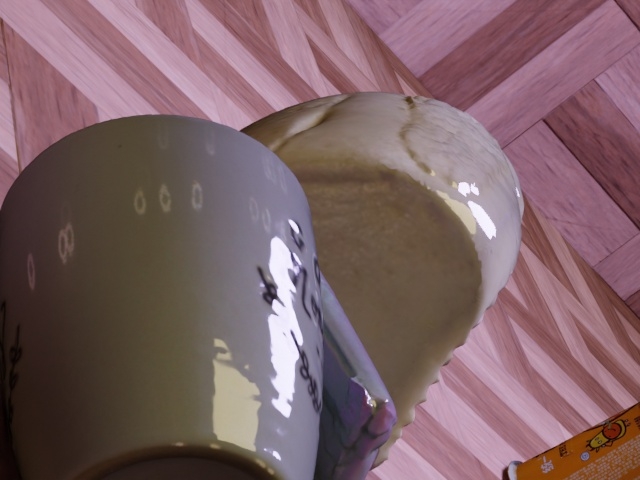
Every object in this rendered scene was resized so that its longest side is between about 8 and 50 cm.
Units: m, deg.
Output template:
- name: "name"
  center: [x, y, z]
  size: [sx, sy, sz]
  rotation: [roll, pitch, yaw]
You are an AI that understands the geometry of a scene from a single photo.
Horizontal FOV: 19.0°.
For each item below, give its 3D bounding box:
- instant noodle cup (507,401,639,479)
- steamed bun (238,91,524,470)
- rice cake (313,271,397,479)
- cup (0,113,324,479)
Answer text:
- name: "instant noodle cup"
  center: [0.316, 0.267, 1.914]
  size: [0.216, 0.172, 0.216]
  rotation: [50, 13, -16]
- name: "steamed bun"
  center: [0.000, 0.000, 1.462]
  size: [0.272, 0.273, 0.290]
  rotation: [34, 12, -7]
- name: "rice cake"
  center: [-0.027, 0.105, 1.198]
  size: [0.037, 0.189, 0.198]
  rotation: [5, 33, -33]
- name: "cup"
  center: [-0.079, 0.100, 1.067]
  size: [0.234, 0.186, 0.258]
  rotation: [-100, 178, -48]
